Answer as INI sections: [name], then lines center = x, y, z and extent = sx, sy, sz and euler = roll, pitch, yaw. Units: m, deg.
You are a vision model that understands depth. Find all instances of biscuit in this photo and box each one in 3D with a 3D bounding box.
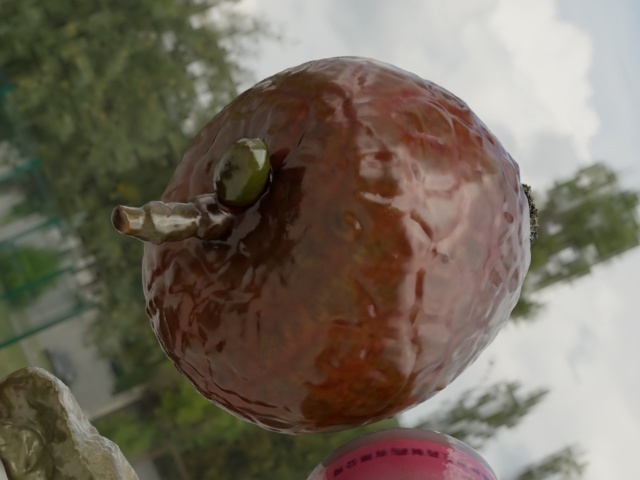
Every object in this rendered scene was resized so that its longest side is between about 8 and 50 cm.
[biscuit]
center = -0.160, 0.229, 1.338
extent = 0.274, 0.091, 0.213
euler = 57, -8, 20

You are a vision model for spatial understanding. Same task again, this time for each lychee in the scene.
[lychee]
center = 0.000, 0.000, 1.152
extent = 0.300, 0.255, 0.255
euler = 30, 14, -34

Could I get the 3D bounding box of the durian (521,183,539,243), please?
[durian]
center = 0.132, -0.018, 1.437
extent = 0.080, 0.091, 0.080
euler = 52, 16, -22

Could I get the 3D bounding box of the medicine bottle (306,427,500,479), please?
[medicine bottle]
center = 0.056, 0.225, 1.051
extent = 0.247, 0.147, 0.147
euler = -96, 167, -65
